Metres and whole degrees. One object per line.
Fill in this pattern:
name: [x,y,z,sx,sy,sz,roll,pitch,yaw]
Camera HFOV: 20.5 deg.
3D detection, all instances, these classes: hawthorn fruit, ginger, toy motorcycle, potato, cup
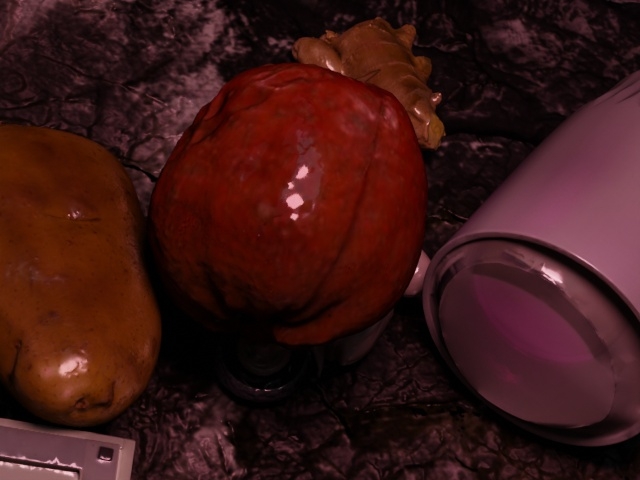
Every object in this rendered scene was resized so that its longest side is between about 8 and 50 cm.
hawthorn fruit: [-0.030,-0.030,1.585,0.258,0.261,0.258,9,8,-1]
ginger: [0.072,-0.174,1.920,0.205,0.081,0.115,41,41,22]
toy motorcycle: [0.000,0.000,1.753,0.223,0.108,0.340,-1,63,-5]
potato: [-0.244,0.022,1.608,0.176,0.195,0.369,-30,46,6]
cup: [0.290,0.003,1.748,0.253,0.253,0.371,36,52,10]

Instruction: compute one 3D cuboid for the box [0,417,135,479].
box: [-0.284,0.269,1.473,0.225,0.117,0.225,10,53,-9]
